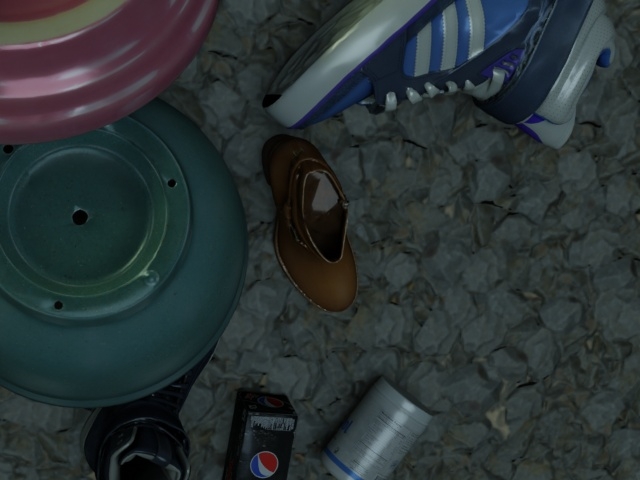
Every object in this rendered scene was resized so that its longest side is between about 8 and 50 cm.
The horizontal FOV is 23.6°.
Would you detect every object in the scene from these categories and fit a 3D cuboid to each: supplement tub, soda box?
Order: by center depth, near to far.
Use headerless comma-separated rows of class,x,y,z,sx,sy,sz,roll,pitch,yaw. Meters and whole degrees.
soda box,-0.066,0.239,1.527,0.053,0.060,0.169,7,104,-16
supplement tub,0.056,0.198,1.544,0.071,0.071,0.107,36,92,-21

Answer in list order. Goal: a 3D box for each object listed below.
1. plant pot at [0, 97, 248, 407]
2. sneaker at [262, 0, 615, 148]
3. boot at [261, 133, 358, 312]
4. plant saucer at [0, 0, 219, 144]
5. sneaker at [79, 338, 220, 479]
plant pot,-0.199,-0.008,1.293,0.293,0.196,0.293,1,82,-7
sneaker,0.133,-0.149,1.435,0.323,0.130,0.236,-42,105,-8
boot,0.000,0.000,1.429,0.073,0.152,0.197,-26,110,-8
plant saucer,-0.244,-0.238,1.228,0.332,0.084,0.332,1,63,-3
sneaker,-0.142,0.142,1.426,0.086,0.163,0.226,26,95,-19
